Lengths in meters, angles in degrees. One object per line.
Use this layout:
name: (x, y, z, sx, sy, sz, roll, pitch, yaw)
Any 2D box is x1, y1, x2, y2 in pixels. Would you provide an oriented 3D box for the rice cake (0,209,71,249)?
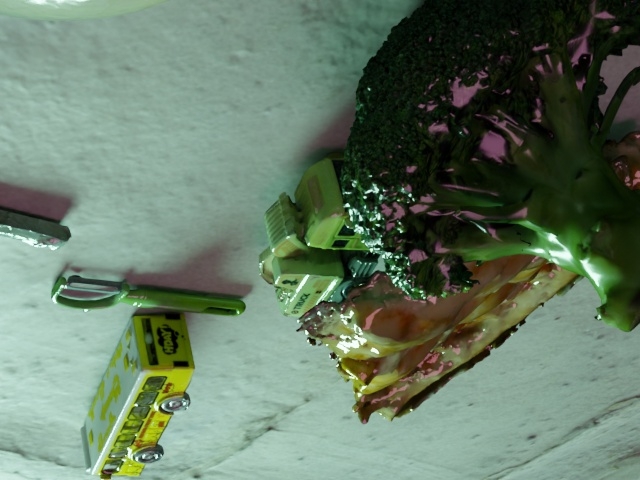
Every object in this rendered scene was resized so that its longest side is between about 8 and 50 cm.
rice cake: (-0.269, -0.013, 1.158, 0.121, 0.022, 0.022, 15, 146, -42)

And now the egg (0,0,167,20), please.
egg: (-0.152, -0.213, 0.763, 0.286, 0.174, 0.264, -18, 145, 8)

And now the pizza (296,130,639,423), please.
pizza: (0.177, 0.037, 1.336, 0.392, 0.080, 0.435, -33, 165, -2)

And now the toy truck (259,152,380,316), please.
toy truck: (0.000, 0.000, 1.254, 0.116, 0.085, 0.191, 0, 146, -22)

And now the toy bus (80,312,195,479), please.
toy bus: (-0.189, 0.169, 1.423, 0.074, 0.081, 0.226, 1, 144, -26)

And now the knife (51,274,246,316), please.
knife: (-0.168, 0.063, 1.332, 0.212, 0.015, 0.054, 7, 141, -34)

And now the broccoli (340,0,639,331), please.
broccoli: (0.164, -0.067, 1.050, 0.297, 0.297, 0.297, -43, 162, -18)
